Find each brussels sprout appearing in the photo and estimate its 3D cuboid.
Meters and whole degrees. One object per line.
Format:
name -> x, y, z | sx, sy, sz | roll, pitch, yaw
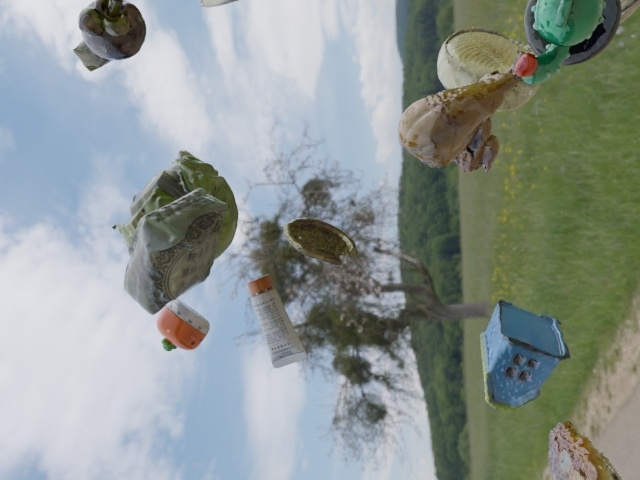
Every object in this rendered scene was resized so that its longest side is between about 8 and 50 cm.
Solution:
brussels sprout -> -0.491, -0.073, 2.317 | 0.361, 0.425, 0.342 | 42, 172, -21

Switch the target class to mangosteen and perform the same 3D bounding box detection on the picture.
mangosteen -> -0.533, -0.545, 1.626 | 0.184, 0.172, 0.173 | 20, -111, -70

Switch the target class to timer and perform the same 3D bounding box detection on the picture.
timer -> -0.357, 0.225, 1.622 | 0.099, 0.136, 0.136 | 82, -170, -74

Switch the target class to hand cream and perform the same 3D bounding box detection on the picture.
hand cream -> -0.152, 0.272, 2.168 | 0.089, 0.139, 0.314 | -14, -95, -66

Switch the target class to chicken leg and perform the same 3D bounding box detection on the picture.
chicken leg -> 0.422, -0.328, 1.728 | 0.295, 0.409, 0.182 | 49, -174, -24

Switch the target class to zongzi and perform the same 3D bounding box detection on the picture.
zongzi -> -0.616, -0.623, 1.938 | 0.094, 0.204, 0.205 | 59, -150, -47

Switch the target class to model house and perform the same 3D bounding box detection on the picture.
model house -> 0.613, 0.382, 2.053 | 0.237, 0.215, 0.303 | -71, 3, -61

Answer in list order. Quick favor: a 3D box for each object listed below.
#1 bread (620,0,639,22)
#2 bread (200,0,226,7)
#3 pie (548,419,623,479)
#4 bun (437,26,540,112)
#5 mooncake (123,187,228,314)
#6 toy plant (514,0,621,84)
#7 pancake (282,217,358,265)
bread -> 0.694, -0.537, 1.553 | 0.214, 0.073, 0.053 | 147, 114, -67
bread -> -0.400, -0.964, 2.332 | 0.245, 0.361, 0.233 | -42, -62, -49
pie -> 0.462, 0.479, 1.108 | 0.308, 0.085, 0.308 | 2, -90, -89
bun -> 0.572, -0.567, 2.220 | 0.202, 0.364, 0.364 | 105, 177, -46
mooncake -> -0.321, 0.031, 1.445 | 0.254, 0.136, 0.250 | -39, -23, -56
toy plant -> 0.497, -0.442, 1.294 | 0.185, 0.279, 0.400 | 45, -159, 5
pancake -> 0.000, 0.000, 1.779 | 0.029, 0.212, 0.235 | -65, -13, 25
